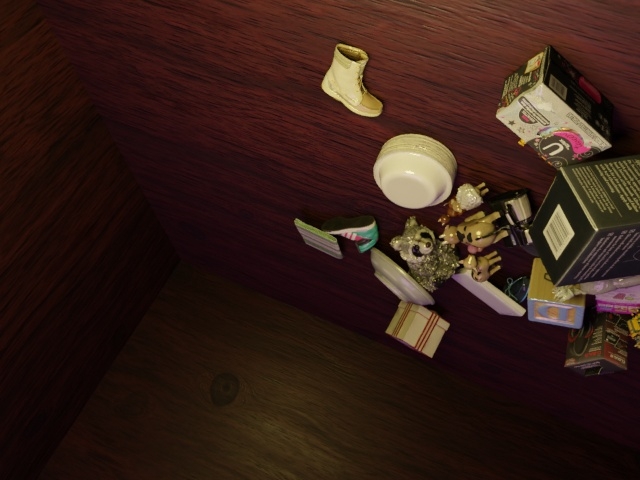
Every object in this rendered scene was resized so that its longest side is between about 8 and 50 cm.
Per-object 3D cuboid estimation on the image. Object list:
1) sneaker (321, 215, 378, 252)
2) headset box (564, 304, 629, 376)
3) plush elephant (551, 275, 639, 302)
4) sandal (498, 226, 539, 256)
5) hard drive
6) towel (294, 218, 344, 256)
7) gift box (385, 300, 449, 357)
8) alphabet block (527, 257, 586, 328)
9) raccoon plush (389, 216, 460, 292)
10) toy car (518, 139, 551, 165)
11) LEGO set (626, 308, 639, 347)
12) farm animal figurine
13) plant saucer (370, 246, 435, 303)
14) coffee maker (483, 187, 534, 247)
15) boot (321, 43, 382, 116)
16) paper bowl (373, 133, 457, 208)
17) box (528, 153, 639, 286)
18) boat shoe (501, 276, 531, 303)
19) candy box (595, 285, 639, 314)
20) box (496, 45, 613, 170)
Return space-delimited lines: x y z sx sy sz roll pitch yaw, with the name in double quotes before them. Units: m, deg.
"sneaker" 0.157 -0.025 1.972 0.295 0.124 0.178 0 133 38
"headset box" 1.162 0.431 1.730 0.110 0.293 0.218 25 153 1
"plush elephant" 0.894 0.032 1.357 0.330 0.272 0.256 -23 91 16
"sandal" 0.760 -0.025 1.546 0.254 0.055 0.097 35 161 -24
"hard drive" 0.755 0.234 1.879 0.307 0.040 0.203 38 172 1
"towel" 0.000 0.000 2.121 0.247 0.038 0.325 26 167 17
"gift box" 0.548 0.485 2.385 0.255 0.258 0.276 34 171 -20
"alphabet block" 0.942 0.208 1.632 0.193 0.197 0.192 7 146 31
"raccoon plush" 0.410 0.081 1.868 0.299 0.216 0.446 37 152 -4
"toy car" 0.651 -0.267 1.212 0.122 0.060 0.040 27 121 -16
"LEGO set" 1.340 0.363 1.501 0.331 0.192 0.255 7 147 0
"farm animal figurine" 0.525 -0.008 1.442 0.330 0.172 0.327 62 174 9
"plant saucer" 0.370 0.198 1.989 0.400 0.100 0.400 42 179 1
"coffee maker" 0.661 -0.075 1.417 0.178 0.120 0.171 65 170 -9
"boot" 0.117 -0.485 1.254 0.213 0.077 0.165 30 150 -2
"paper bowl" 0.327 -0.224 1.455 0.284 0.148 0.284 19 150 11
"box" 0.827 -0.057 1.095 0.395 0.212 0.294 -8 146 3
"boat shoe" 0.862 0.236 1.847 0.089 0.109 0.258 22 150 14
"candy box" 1.148 0.195 1.573 0.159 0.071 0.233 2 145 36
"box" 0.591 -0.325 1.039 0.247 0.163 0.142 33 150 -13
